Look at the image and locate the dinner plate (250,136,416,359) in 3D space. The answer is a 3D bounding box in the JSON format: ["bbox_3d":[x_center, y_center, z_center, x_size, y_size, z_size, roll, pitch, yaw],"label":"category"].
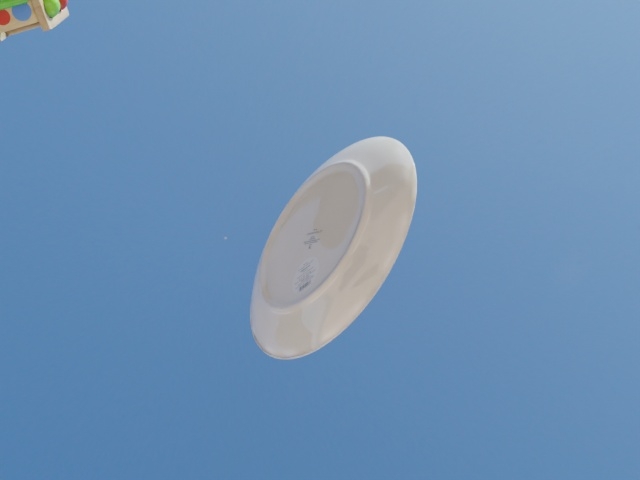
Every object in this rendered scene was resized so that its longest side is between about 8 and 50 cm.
[{"bbox_3d":[0.000,0.000,0.626,0.017,0.141,0.141,30,-93,-28],"label":"dinner plate"}]

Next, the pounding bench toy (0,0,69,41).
[{"bbox_3d":[-0.214,-0.164,0.762,0.065,0.083,0.052,-13,-68,9],"label":"pounding bench toy"}]
